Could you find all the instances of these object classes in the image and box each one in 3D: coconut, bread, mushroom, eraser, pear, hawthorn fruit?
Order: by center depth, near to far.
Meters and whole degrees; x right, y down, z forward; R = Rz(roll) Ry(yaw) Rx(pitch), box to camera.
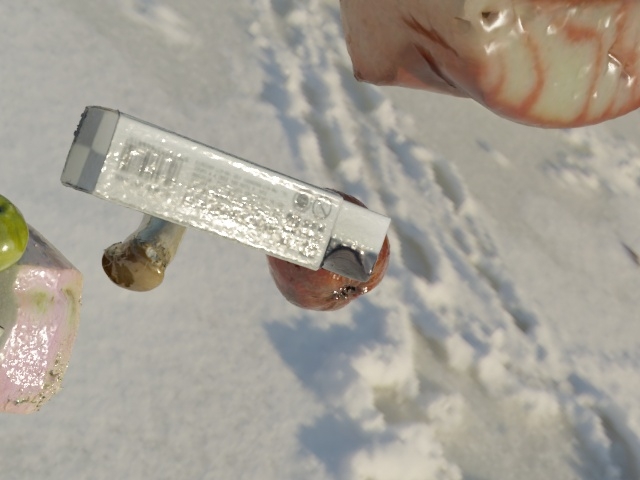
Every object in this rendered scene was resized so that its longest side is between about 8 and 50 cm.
[{"bbox_3d":[0.139,-0.213,0.539,0.295,0.328,0.114,-30,52,-21],"label":"bread"},{"bbox_3d":[-0.364,-0.006,1.339,0.092,0.097,0.092,25,44,-27],"label":"pear"},{"bbox_3d":[-0.099,-0.048,1.417,0.403,0.098,0.096,19,0,-39],"label":"eraser"},{"bbox_3d":[-0.211,-0.016,1.571,0.071,0.084,0.209,60,30,-28],"label":"mushroom"},{"bbox_3d":[-0.421,0.091,1.575,0.233,0.245,0.233,12,-7,2],"label":"coconut"},{"bbox_3d":[0.000,0.000,1.762,0.179,0.179,0.200,14,39,-44],"label":"hawthorn fruit"}]

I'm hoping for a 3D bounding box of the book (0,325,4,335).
[{"bbox_3d":[-0.448,0.032,1.289,0.232,0.022,0.162,26,-7,45],"label":"book"}]
